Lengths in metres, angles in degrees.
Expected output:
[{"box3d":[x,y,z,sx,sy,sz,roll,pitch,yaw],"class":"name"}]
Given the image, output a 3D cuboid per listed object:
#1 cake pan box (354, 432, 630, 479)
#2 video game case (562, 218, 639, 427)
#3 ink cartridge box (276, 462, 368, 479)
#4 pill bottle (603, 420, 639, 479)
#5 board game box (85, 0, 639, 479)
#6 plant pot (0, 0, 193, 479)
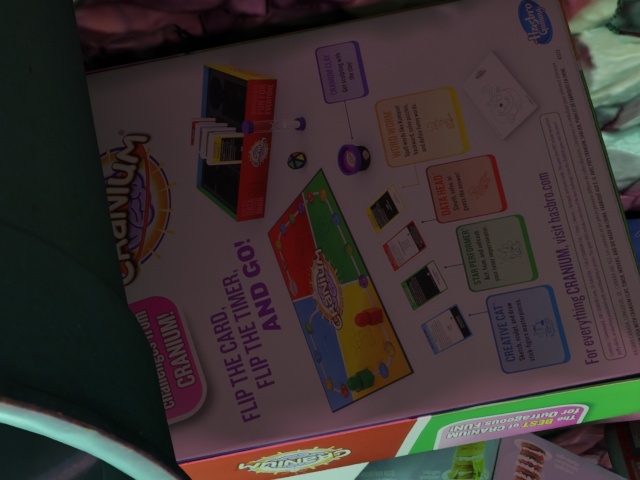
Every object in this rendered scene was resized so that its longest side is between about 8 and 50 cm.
[{"box3d":[0.168,0.237,1.170,0.267,0.070,0.246,27,158,-27],"class":"cake pan box"},{"box3d":[0.249,0.069,1.059,0.269,0.061,0.244,-5,148,-8],"class":"video game case"},{"box3d":[-0.014,0.139,1.085,0.127,0.072,0.175,5,144,-22],"class":"ink cartridge box"},{"box3d":[0.367,0.198,1.244,0.180,0.108,0.108,-20,146,14],"class":"pill bottle"},{"box3d":[0.000,0.000,0.724,0.316,0.242,0.064,-10,155,2],"class":"board game box"},{"box3d":[-0.232,-0.004,0.573,0.341,0.334,0.341,-7,146,-5],"class":"plant pot"}]
